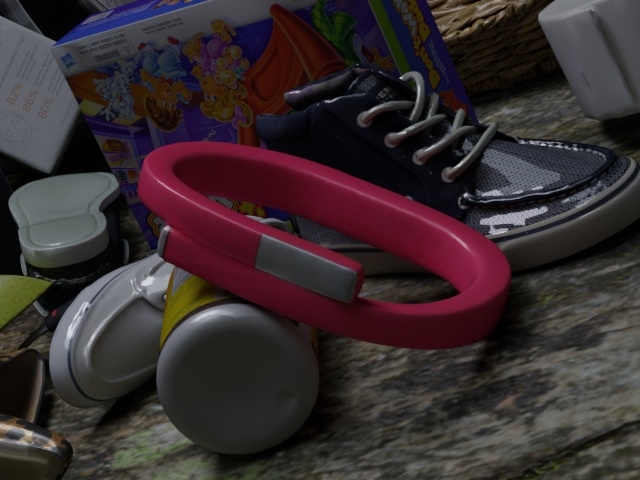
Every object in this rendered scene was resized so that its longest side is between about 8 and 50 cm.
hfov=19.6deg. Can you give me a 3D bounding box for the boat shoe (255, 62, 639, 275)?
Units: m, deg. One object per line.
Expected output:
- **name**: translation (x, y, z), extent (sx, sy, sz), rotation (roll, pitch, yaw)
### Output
- **boat shoe**: translation (0.092, -0.065, 1.479), extent (0.340, 0.158, 0.127), rotation (-8, 26, 39)

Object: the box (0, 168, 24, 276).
- **box**: translation (-0.490, 0.031, 1.894), extent (0.294, 0.183, 0.296), rotation (-38, 24, -34)

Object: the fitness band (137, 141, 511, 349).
- **fitness band**: translation (0.000, 0.000, 1.370), extent (0.291, 0.054, 0.209), rotation (24, 20, 22)

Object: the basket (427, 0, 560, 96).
- **basket**: translation (0.179, -0.227, 1.874), extent (0.299, 0.223, 0.213), rotation (-12, 57, 33)

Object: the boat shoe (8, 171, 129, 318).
- **boat shoe**: translation (-0.243, 0.005, 1.793), extent (0.114, 0.091, 0.302), rotation (-8, 17, 1)

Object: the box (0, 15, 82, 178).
- **box**: translation (-0.331, -0.158, 1.932), extent (0.091, 0.170, 0.130), rotation (156, 139, -83)

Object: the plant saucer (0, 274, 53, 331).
- **plant saucer**: translation (-0.347, 0.105, 1.642), extent (0.188, 0.045, 0.188), rotation (-35, 8, 49)

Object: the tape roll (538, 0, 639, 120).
- **tape roll**: translation (0.329, -0.207, 1.561), extent (0.286, 0.100, 0.286), rotation (-26, 9, 5)

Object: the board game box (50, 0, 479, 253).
- **board game box**: translation (-0.047, -0.127, 1.686), extent (0.347, 0.233, 0.078), rotation (-12, 24, 33)

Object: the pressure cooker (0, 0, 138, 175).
- **pressure cooker**: translation (-0.303, -0.309, 2.156), extent (0.420, 0.370, 0.375), rotation (-24, 56, 32)

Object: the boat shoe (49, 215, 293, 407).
- **boat shoe**: translation (-0.119, 0.048, 1.542), extent (0.084, 0.095, 0.258), rotation (-11, 25, 44)

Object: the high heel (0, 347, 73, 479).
- **high heel**: translation (-0.234, 0.131, 1.470), extent (0.261, 0.093, 0.186), rotation (-13, 26, 48)

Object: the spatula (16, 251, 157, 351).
- **spatula**: translation (-0.251, 0.093, 1.633), extent (0.296, 0.030, 0.084), rotation (-36, 18, 12)

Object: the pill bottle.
- **pill bottle**: translation (-0.061, 0.064, 1.399), extent (0.117, 0.117, 0.215), rotation (-23, 20, 8)
